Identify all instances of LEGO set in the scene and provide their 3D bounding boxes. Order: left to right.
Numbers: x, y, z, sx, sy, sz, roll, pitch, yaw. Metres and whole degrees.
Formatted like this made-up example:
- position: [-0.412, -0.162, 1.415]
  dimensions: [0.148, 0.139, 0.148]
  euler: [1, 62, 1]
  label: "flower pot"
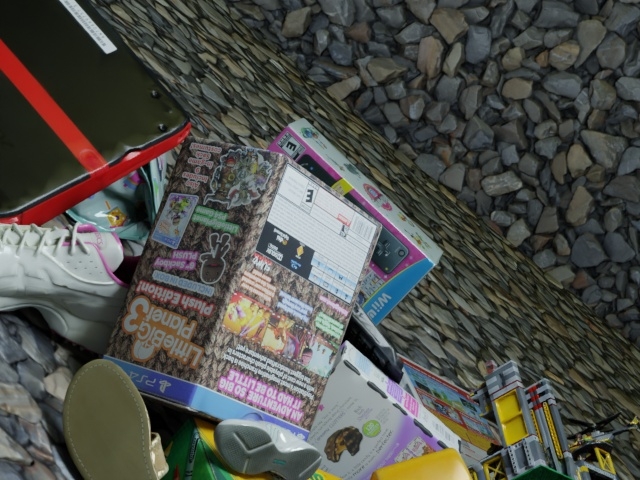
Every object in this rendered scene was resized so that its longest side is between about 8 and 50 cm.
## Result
- position: [0.273, 0.302, 1.982]
  dimensions: [0.331, 0.255, 0.192]
  euler: [21, 43, -36]
  label: "LEGO set"

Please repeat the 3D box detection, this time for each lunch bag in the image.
- position: [-0.302, -0.137, 1.900]
  dimensions: [0.262, 0.160, 0.223]
  euler: [44, 16, -23]
  label: "lunch bag"

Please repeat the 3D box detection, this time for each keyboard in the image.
- position: [0.026, 0.146, 1.881]
  dimensions: [0.201, 0.033, 0.317]
  euler: [53, -18, 16]
  label: "keyboard"

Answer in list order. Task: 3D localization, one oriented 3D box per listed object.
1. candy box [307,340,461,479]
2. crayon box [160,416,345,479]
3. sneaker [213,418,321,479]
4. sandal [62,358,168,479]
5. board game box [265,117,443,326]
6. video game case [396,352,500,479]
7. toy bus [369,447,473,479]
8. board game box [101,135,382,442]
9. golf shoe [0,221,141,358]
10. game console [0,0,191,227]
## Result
- position: [0.048, 0.250, 1.741]
  dimensions: [0.196, 0.165, 0.070]
  euler: [41, 16, -7]
  label: "candy box"
- position: [-0.042, 0.314, 1.526]
  dimensions: [0.278, 0.081, 0.165]
  euler: [29, 21, -38]
  label: "crayon box"
- position: [-0.066, 0.217, 1.492]
  dimensions: [0.152, 0.054, 0.061]
  euler: [28, 6, -47]
  label: "sneaker"
- position: [-0.192, 0.240, 1.422]
  dimensions: [0.240, 0.088, 0.079]
  euler: [61, -8, 29]
  label: "sandal"
- position: [0.000, 0.000, 2.136]
  dimensions: [0.303, 0.224, 0.097]
  euler: [43, 16, 1]
  label: "board game box"
- position: [0.222, 0.311, 2.233]
  dimensions: [0.204, 0.025, 0.285]
  euler: [30, 21, -35]
  label: "video game case"
- position: [0.155, 0.404, 1.573]
  dimensions: [0.130, 0.108, 0.333]
  euler: [104, -30, -60]
  label: "toy bus"
- position: [-0.085, 0.064, 1.588]
  dimensions: [0.141, 0.291, 0.232]
  euler: [13, -12, 35]
  label: "board game box"
- position: [-0.304, 0.019, 1.548]
  dimensions: [0.306, 0.140, 0.115]
  euler: [27, 24, -39]
  label: "golf shoe"
- position: [-0.394, -0.199, 1.694]
  dimensions: [0.342, 0.060, 0.386]
  euler: [-33, 77, -38]
  label: "game console"
